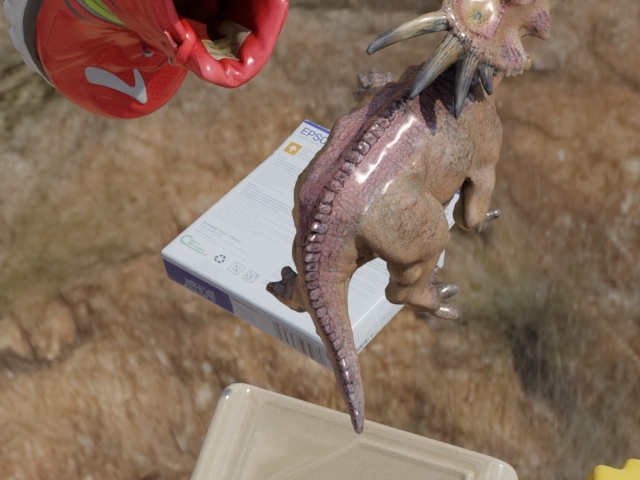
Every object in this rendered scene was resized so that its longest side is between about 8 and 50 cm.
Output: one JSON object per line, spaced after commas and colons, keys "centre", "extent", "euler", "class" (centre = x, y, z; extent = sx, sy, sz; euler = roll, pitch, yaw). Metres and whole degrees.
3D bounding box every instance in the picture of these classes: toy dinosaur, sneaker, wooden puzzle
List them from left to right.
{"centre": [-0.072, -0.112, 0.709], "extent": [0.107, 0.279, 0.118], "euler": [-29, 78, -21], "class": "sneaker"}
{"centre": [0.007, 0.242, 1.153], "extent": [0.239, 0.044, 0.220], "euler": [16, 77, 11], "class": "wooden puzzle"}
{"centre": [0.043, -0.050, 0.879], "extent": [0.127, 0.200, 0.295], "euler": [24, 71, 11], "class": "toy dinosaur"}

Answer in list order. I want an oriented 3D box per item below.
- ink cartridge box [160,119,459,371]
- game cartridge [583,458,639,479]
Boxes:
{"centre": [0.000, 0.000, 1.482], "extent": [0.223, 0.045, 0.224], "euler": [28, 58, 31], "class": "ink cartridge box"}
{"centre": [0.321, 0.353, 1.212], "extent": [0.285, 0.052, 0.323], "euler": [18, 56, 1], "class": "game cartridge"}
